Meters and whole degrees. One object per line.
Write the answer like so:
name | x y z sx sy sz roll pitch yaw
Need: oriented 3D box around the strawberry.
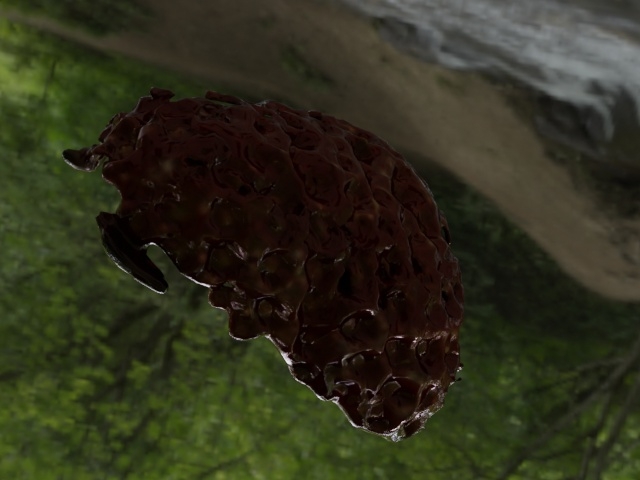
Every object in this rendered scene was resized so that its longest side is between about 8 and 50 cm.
strawberry | 0.000 0.000 0.388 0.188 0.082 0.121 38 -164 -50
